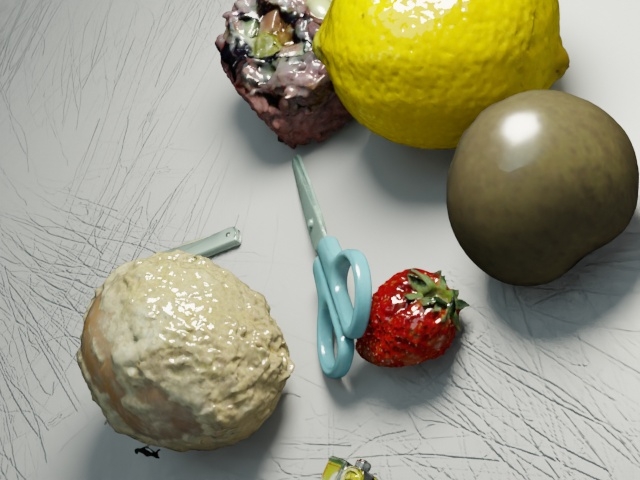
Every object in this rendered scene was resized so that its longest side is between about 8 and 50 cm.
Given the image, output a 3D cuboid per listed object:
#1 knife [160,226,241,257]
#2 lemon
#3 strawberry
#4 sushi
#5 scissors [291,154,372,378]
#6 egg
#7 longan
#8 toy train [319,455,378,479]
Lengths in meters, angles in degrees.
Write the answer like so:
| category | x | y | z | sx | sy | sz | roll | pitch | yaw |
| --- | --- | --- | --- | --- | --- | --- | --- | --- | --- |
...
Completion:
| category | x | y | z | sx | sy | sz | roll | pitch | yaw |
| --- | --- | --- | --- | --- | --- | --- | --- | --- | --- |
| knife | -0.204 | 0.012 | 1.493 | 0.162 | 0.023 | 0.044 | -20 | 49 | 21 |
| lemon | 0.170 | -0.285 | 1.263 | 0.336 | 0.336 | 0.336 | -16 | 54 | 23 |
| strawberry | 0.117 | 0.113 | 1.178 | 0.131 | 0.131 | 0.148 | 53 | 126 | 41 |
| sushi | -0.045 | -0.306 | 1.473 | 0.236 | 0.171 | 0.270 | -41 | 59 | 12 |
| scissors | 0.000 | 0.000 | 1.329 | 0.029 | 0.193 | 0.447 | 4 | 38 | -16 |
| egg | -0.195 | 0.157 | 1.244 | 0.310 | 0.279 | 0.279 | 28 | 76 | 11 |
| longan | 0.276 | -0.062 | 1.120 | 0.248 | 0.248 | 0.248 | -16 | 54 | 23 |
| toy train | 0.005 | 0.365 | 1.115 | 0.081 | 0.060 | 0.202 | 9 | 64 | 41 |
